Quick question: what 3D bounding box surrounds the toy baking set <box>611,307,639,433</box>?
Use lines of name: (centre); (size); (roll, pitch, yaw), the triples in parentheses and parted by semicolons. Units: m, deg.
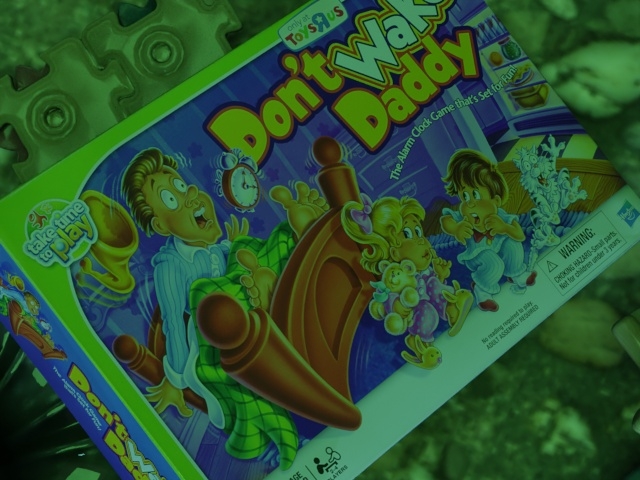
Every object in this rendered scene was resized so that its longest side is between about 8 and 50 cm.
toy baking set: (0.300, 0.091, 1.084); (0.256, 0.030, 0.197); (33, 55, -1)

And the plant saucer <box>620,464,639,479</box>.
plant saucer: (0.279, 0.268, 1.057); (0.317, 0.044, 0.317); (5, 75, -20)

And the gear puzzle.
gear puzzle: (-0.062, 0.009, 1.134); (0.175, 0.044, 0.339); (-31, 88, 4)

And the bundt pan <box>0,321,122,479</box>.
bundt pan: (-0.238, 0.147, 1.083); (0.331, 0.124, 0.331); (0, 88, 4)

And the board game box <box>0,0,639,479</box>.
board game box: (0.000, 0.000, 1.038); (0.347, 0.078, 0.233); (-37, 87, -29)
